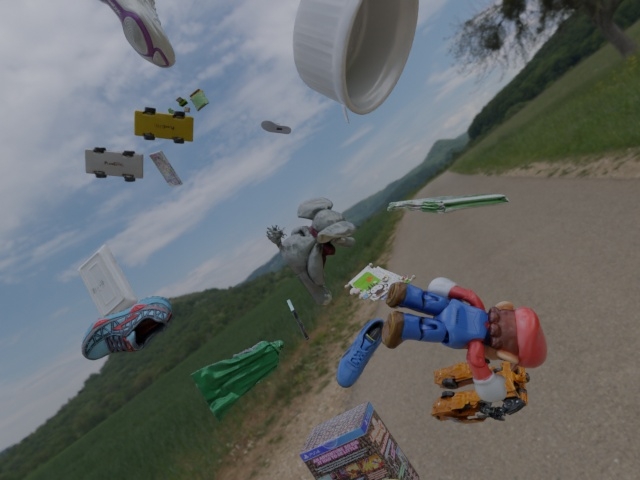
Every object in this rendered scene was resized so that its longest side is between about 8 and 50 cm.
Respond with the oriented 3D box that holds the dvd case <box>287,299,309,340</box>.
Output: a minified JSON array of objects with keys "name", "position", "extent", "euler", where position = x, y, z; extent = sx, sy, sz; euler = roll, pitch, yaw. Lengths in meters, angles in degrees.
[{"name":"dvd case","position":[-0.072,0.254,1.429],"extent":[0.013,0.119,0.087],"euler":[-26,20,-6]}]

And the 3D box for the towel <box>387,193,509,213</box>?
[{"name":"towel","position":[0.392,-0.117,1.414],"extent":[0.248,0.038,0.325],"euler":[-9,7,-20]}]

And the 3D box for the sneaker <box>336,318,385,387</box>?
[{"name":"sneaker","position":[0.109,0.299,1.209],"extent":[0.209,0.069,0.082],"euler":[-53,-15,-16]}]

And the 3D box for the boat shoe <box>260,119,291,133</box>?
[{"name":"boat shoe","position":[-0.145,-0.367,1.446],"extent":[0.035,0.100,0.035],"euler":[-119,39,-71]}]

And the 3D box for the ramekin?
[{"name":"ramekin","position":[0.069,-0.405,0.879],"extent":[0.277,0.135,0.277],"euler":[-45,-29,-33]}]

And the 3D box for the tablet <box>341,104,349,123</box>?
[{"name":"tablet","position":[0.073,-0.377,1.323],"extent":[0.006,0.054,0.083],"euler":[-17,21,4]}]

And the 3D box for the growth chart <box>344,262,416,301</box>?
[{"name":"growth chart","position":[0.216,0.163,1.672],"extent":[0.237,0.021,0.172],"euler":[17,54,45]}]

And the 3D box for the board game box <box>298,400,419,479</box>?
[{"name":"board game box","position":[0.122,0.689,1.364],"extent":[0.232,0.290,0.141],"euler":[-33,0,20]}]

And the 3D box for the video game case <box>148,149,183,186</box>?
[{"name":"video game case","position":[-0.495,-0.228,1.428],"extent":[0.087,0.122,0.011],"euler":[1,38,48]}]

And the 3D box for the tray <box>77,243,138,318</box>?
[{"name":"tray","position":[-0.737,0.148,1.520],"extent":[0.145,0.270,0.030],"euler":[-42,-24,4]}]

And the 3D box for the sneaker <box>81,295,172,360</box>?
[{"name":"sneaker","position":[-0.528,0.252,1.208],"extent":[0.262,0.104,0.125],"euler":[-32,36,-6]}]

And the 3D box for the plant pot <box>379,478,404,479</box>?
[{"name":"plant pot","position":[0.106,0.552,0.785],"extent":[0.254,0.239,0.253],"euler":[-23,46,27]}]

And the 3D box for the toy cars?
[{"name":"toy cars","position":[-0.580,-0.312,1.453],"extent":[0.394,0.176,0.087],"euler":[-34,12,8]}]

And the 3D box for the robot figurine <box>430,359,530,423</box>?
[{"name":"robot figurine","position":[0.444,0.408,1.237],"extent":[0.291,0.085,0.211],"euler":[-28,32,40]}]

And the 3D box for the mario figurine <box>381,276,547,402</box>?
[{"name":"mario figurine","position":[0.281,0.189,0.884],"extent":[0.170,0.321,0.197],"euler":[-74,-2,-86]}]

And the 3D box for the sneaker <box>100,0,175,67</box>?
[{"name":"sneaker","position":[-0.449,-0.588,1.120],"extent":[0.114,0.305,0.152],"euler":[-16,24,49]}]

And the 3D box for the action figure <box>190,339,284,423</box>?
[{"name":"action figure","position":[-0.184,0.317,1.095],"extent":[0.232,0.137,0.063],"euler":[-30,14,-24]}]

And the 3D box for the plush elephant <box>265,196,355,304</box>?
[{"name":"plush elephant","position":[0.000,0.000,1.522],"extent":[0.256,0.330,0.271],"euler":[-31,43,6]}]

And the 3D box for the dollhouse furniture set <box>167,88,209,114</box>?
[{"name":"dollhouse furniture set","position":[-0.521,-0.536,1.749],"extent":[0.152,0.076,0.059],"euler":[-33,-15,12]}]
